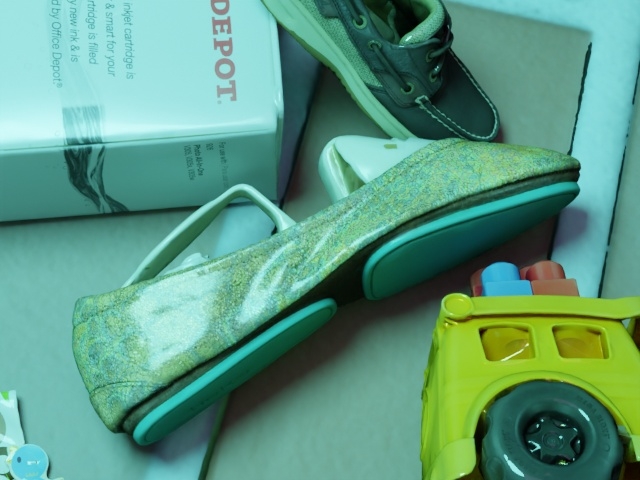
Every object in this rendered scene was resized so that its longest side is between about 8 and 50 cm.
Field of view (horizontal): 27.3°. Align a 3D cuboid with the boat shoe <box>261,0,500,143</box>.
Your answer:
[{"bbox_3d":[0.050,-0.131,0.858,0.223,0.073,0.080,38,47,-28],"label":"boat shoe"}]

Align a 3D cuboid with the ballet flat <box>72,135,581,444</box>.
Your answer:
[{"bbox_3d":[0.000,0.000,0.839,0.348,0.123,0.123,-29,71,-9],"label":"ballet flat"}]

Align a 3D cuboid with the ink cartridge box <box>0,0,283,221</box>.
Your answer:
[{"bbox_3d":[-0.174,-0.129,0.888,0.289,0.121,0.211,-4,68,-3],"label":"ink cartridge box"}]

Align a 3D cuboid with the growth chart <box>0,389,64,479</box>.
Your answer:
[{"bbox_3d":[-0.249,0.162,0.821,0.172,0.021,0.237,-22,70,-11],"label":"growth chart"}]

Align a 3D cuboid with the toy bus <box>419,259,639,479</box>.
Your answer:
[{"bbox_3d":[0.164,0.097,0.802,0.220,0.149,0.211,1,51,-3],"label":"toy bus"}]
